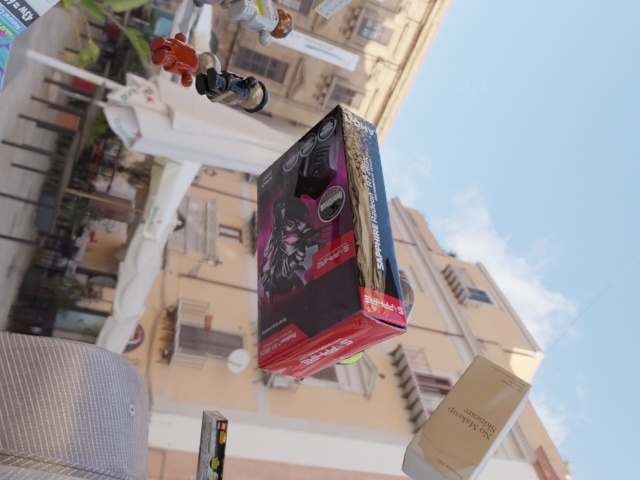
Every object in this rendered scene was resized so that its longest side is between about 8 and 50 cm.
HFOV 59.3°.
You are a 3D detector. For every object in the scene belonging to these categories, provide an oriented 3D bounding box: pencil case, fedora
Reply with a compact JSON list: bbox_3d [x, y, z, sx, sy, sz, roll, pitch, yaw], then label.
[{"bbox_3d":[-0.558,-0.280,0.936,0.070,0.065,0.151,-7,-105,51],"label":"pencil case"},{"bbox_3d":[-0.206,0.141,0.397,0.275,0.244,0.124,85,9,-57],"label":"fedora"}]

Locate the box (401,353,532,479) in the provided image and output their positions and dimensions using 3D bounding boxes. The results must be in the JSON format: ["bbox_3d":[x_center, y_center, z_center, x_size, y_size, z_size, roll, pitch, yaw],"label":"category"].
[{"bbox_3d":[0.330,0.422,1.263,0.311,0.148,0.121,-41,146,-33],"label":"box"}]

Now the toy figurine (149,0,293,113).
[{"bbox_3d":[-0.163,-0.346,0.973,0.213,0.148,0.209,34,-72,29],"label":"toy figurine"}]

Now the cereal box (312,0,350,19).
[{"bbox_3d":[0.083,-0.556,1.081,0.240,0.047,0.172,-15,-124,56],"label":"cereal box"}]

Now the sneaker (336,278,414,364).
[{"bbox_3d":[0.109,0.138,1.138,0.300,0.111,0.121,-30,143,-49],"label":"sneaker"}]

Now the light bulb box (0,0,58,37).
[{"bbox_3d":[-0.746,-0.664,1.217,0.361,0.358,0.225,-43,166,-4],"label":"light bulb box"}]

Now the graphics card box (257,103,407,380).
[{"bbox_3d":[0.000,0.000,0.872,0.233,0.094,0.370,-35,-134,40],"label":"graphics card box"}]

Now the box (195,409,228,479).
[{"bbox_3d":[-0.168,0.337,0.862,0.094,0.027,0.136,162,-66,-68],"label":"box"}]
